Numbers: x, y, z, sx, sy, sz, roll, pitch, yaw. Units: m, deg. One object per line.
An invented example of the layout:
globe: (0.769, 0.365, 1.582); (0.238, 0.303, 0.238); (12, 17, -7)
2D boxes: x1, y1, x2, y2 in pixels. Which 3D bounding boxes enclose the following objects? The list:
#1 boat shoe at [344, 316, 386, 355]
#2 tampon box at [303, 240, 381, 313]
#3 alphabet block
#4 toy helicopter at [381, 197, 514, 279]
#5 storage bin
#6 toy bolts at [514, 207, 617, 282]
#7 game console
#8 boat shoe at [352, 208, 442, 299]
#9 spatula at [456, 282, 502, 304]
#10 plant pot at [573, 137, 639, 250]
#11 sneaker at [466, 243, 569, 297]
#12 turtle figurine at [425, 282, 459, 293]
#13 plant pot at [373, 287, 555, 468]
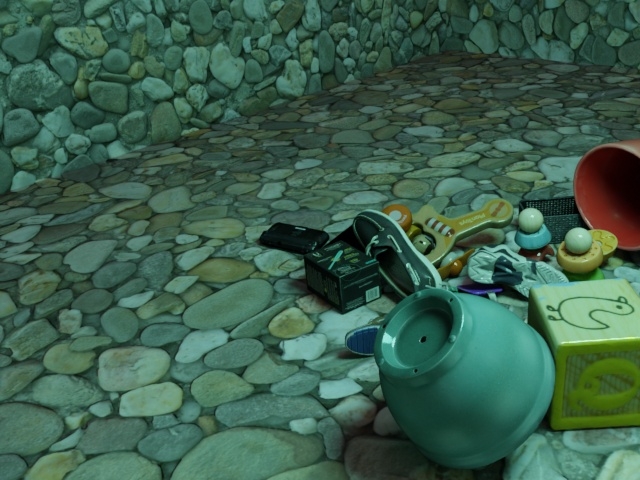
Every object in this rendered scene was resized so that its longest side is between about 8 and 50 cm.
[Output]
boat shoe: (0.131, 0.200, 1.479); (0.183, 0.066, 0.066); (-5, 20, -19)
tampon box: (0.053, 0.086, 1.671); (0.120, 0.101, 0.161); (-20, 29, -27)
alphabet block: (0.489, 0.202, 1.241); (0.192, 0.193, 0.197); (-6, 26, 4)
toy helicopter: (0.336, -0.010, 1.751); (0.355, 0.140, 0.235); (-21, 51, -4)
storage bin: (0.633, -0.055, 1.845); (0.180, 0.084, 0.122); (-3, 26, 4)
toy bolts: (0.584, -0.010, 1.641); (0.228, 0.158, 0.218); (16, 48, 40)
game console: (0.000, 0.000, 1.926); (0.361, 0.044, 0.213); (12, 30, 31)
boat shoe: (0.165, 0.032, 1.660); (0.091, 0.114, 0.302); (-13, 43, -38)
spatula: (0.407, 0.154, 1.535); (0.084, 0.030, 0.296); (-6, 26, -16)
plant pot: (0.810, -0.140, 1.681); (0.243, 0.275, 0.275); (-21, 30, -23)
sneaker: (0.467, 0.064, 1.628); (0.235, 0.094, 0.153); (8, 21, 12)
turtle figurine: (0.278, 0.178, 1.423); (0.234, 0.118, 0.175); (10, 42, -2)
plant pot: (0.213, 0.203, 1.150); (0.293, 0.196, 0.293); (-30, 34, 24)
